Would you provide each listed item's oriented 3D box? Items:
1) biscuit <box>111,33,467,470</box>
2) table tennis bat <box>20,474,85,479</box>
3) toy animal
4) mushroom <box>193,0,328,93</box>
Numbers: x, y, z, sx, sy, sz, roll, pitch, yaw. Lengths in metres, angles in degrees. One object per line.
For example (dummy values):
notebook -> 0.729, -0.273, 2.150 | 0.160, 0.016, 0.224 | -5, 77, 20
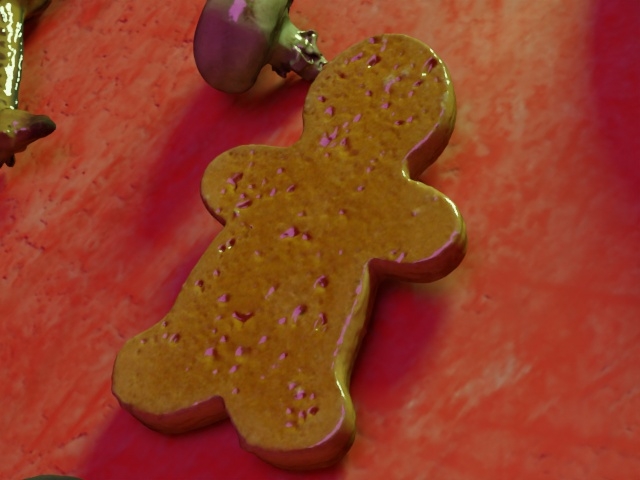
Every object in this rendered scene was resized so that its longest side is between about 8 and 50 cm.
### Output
biscuit -> 0.000, 0.000, 0.761 | 0.165, 0.036, 0.250 | 14, 69, 31
table tennis bat -> -0.147, 0.221, 0.695 | 0.131, 0.022, 0.234 | -18, 51, 12
toy animal -> -0.194, -0.167, 0.952 | 0.149, 0.054, 0.275 | 7, 59, 25
mushroom -> -0.031, -0.121, 0.841 | 0.079, 0.085, 0.085 | 24, 67, -2
